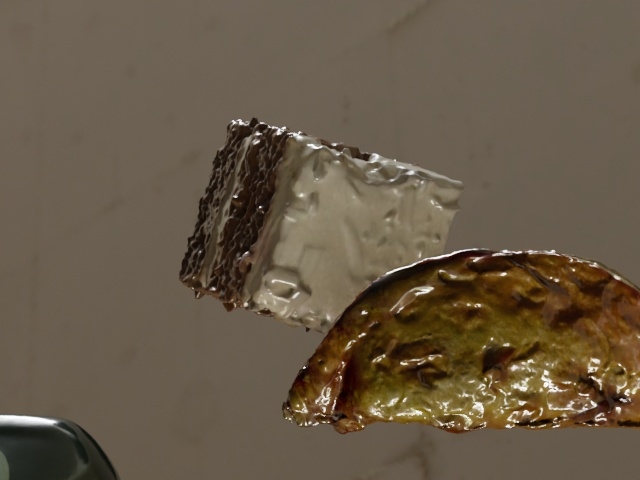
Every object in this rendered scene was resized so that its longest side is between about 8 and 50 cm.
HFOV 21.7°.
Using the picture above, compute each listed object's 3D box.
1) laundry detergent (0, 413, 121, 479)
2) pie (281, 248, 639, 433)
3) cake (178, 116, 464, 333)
[{"bbox_3d":[-0.152,0.161,0.621,0.144,0.078,0.222,-12,-148,14],"label":"laundry detergent"},{"bbox_3d":[0.076,0.047,0.727,0.033,0.191,0.088,-69,158,-74],"label":"pie"},{"bbox_3d":[0.000,0.000,1.089,0.147,0.135,0.135,28,-79,64],"label":"cake"}]
